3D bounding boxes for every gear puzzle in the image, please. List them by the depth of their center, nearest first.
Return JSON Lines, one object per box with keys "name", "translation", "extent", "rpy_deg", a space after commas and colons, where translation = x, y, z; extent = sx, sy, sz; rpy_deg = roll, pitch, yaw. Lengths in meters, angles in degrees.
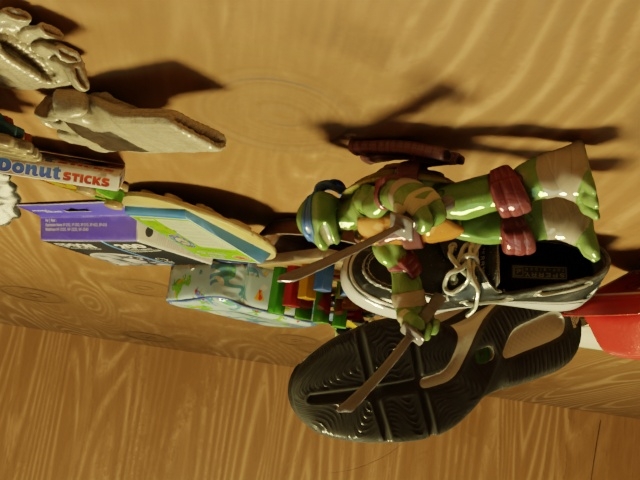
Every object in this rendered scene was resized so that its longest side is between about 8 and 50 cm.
{"name": "gear puzzle", "translation": [-0.348, -0.112, 1.086], "extent": [0.175, 0.044, 0.339], "rpy_deg": [10, 179, -11]}

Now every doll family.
{"name": "doll family", "translation": [0.034, 0.124, 1.972], "extent": [0.111, 0.076, 0.193], "rpy_deg": [5, 164, 36]}

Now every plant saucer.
{"name": "plant saucer", "translation": [0.000, 0.000, 1.495], "extent": [0.168, 0.029, 0.168], "rpy_deg": [8, 168, 2]}

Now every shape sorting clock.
{"name": "shape sorting clock", "translation": [-0.152, -0.019, 1.451], "extent": [0.206, 0.040, 0.206], "rpy_deg": [21, 165, 6]}

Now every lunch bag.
{"name": "lunch bag", "translation": [-0.120, 0.079, 1.803], "extent": [0.219, 0.090, 0.176], "rpy_deg": [17, 164, -37]}

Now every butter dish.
{"name": "butter dish", "translation": [0.402, 0.103, 1.390], "extent": [0.160, 0.118, 0.160], "rpy_deg": [-21, -172, -37]}

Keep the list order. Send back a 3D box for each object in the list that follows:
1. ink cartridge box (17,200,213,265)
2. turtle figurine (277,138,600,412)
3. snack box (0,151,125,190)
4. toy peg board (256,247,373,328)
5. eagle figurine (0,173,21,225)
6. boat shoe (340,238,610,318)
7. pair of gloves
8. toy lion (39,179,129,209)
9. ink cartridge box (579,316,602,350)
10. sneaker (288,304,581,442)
{"name": "ink cartridge box", "translation": [-0.290, -0.007, 1.626], "extent": [0.206, 0.045, 0.208], "rpy_deg": [-1, 164, 38]}
{"name": "turtle figurine", "translation": [0.114, 0.021, 1.018], "extent": [0.266, 0.198, 0.275], "rpy_deg": [-11, -153, 8]}
{"name": "snack box", "translation": [-0.307, -0.083, 1.271], "extent": [0.178, 0.022, 0.064], "rpy_deg": [9, -167, -6]}
{"name": "toy peg board", "translation": [0.019, 0.069, 1.545], "extent": [0.161, 0.079, 0.160], "rpy_deg": [14, 168, -33]}
{"name": "eagle figurine", "translation": [-0.536, -0.055, 1.333], "extent": [0.298, 0.225, 0.226], "rpy_deg": [-21, -122, -45]}
{"name": "boat shoe", "translation": [0.179, 0.033, 1.332], "extent": [0.306, 0.113, 0.105], "rpy_deg": [6, 162, -2]}
{"name": "pair of gloves", "translation": [-0.220, -0.130, 0.996], "extent": [0.240, 0.042, 0.204], "rpy_deg": [25, 165, -40]}
{"name": "toy lion", "translation": [-0.292, -0.069, 1.372], "extent": [0.096, 0.034, 0.100], "rpy_deg": [11, 171, 24]}
{"name": "ink cartridge box", "translation": [0.446, 0.125, 1.722], "extent": [0.171, 0.056, 0.235], "rpy_deg": [10, 165, -9]}
{"name": "sneaker", "translation": [0.128, 0.174, 1.661], "extent": [0.447, 0.169, 0.257], "rpy_deg": [-13, -178, -24]}
